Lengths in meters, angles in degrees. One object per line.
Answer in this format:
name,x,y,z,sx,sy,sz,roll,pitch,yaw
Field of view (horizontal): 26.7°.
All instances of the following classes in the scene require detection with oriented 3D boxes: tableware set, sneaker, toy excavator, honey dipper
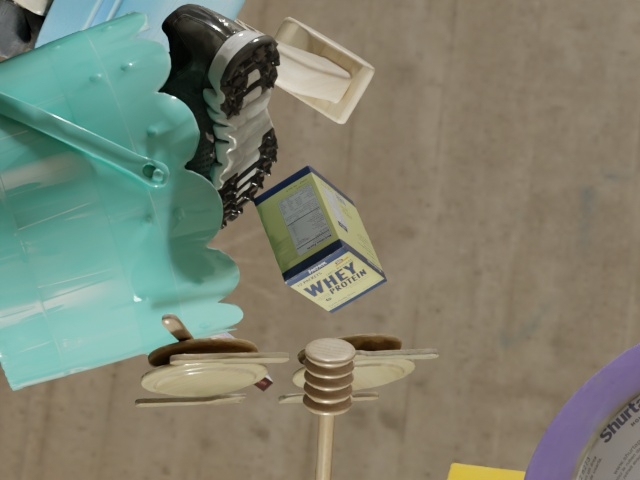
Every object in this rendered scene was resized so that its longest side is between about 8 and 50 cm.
tableware set,-0.028,0.079,0.935,0.128,0.194,0.039,133,-46,-62
sneaker,-0.092,-0.105,1.102,0.078,0.106,0.234,-39,157,-28
toy excavator,-0.142,-0.236,1.439,0.222,0.445,0.433,-58,-171,10
honey dipper,0.003,0.135,0.813,0.030,0.030,0.161,-65,159,-62

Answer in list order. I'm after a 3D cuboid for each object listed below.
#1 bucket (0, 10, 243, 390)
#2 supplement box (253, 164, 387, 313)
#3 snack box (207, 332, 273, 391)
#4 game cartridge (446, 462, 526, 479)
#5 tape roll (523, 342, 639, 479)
bucket,-0.189,-0.027,1.043,0.281,0.183,0.281,162,-90,-77
supplement box,0.000,0.000,1.083,0.083,0.056,0.083,36,27,-55
snack box,-0.127,0.136,1.747,0.178,0.022,0.064,42,7,-46
game cartridge,0.267,0.302,1.276,0.285,0.323,0.053,-47,144,-74
tape roll,0.193,0.134,0.648,0.080,0.189,0.189,46,40,-30
